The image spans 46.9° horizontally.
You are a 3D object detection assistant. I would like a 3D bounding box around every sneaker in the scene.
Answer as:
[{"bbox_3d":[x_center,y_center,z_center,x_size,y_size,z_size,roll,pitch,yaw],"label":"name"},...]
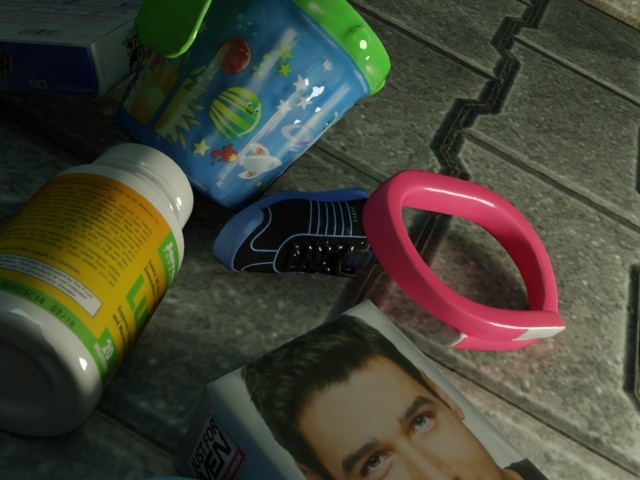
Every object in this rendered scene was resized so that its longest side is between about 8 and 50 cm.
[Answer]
[{"bbox_3d":[0.000,0.000,0.782,0.232,0.081,0.090,-17,48,-42],"label":"sneaker"}]

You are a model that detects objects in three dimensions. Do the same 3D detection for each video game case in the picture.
[{"bbox_3d":[-0.301,-0.240,0.825,0.269,0.061,0.244,8,37,16],"label":"video game case"}]

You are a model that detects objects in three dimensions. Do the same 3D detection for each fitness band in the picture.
[{"bbox_3d":[0.167,0.021,0.822,0.291,0.054,0.209,8,49,-41],"label":"fitness band"}]

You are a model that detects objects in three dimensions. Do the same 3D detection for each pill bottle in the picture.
[{"bbox_3d":[-0.194,0.023,0.604,0.136,0.136,0.245,24,39,-3],"label":"pill bottle"}]

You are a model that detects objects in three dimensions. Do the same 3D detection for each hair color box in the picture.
[{"bbox_3d":[0.084,0.233,0.541,0.185,0.113,0.374,-23,59,-43],"label":"hair color box"}]

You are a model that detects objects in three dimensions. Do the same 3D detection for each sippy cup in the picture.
[{"bbox_3d":[-0.085,-0.160,0.766,0.305,0.224,0.240,38,-2,-39],"label":"sippy cup"}]

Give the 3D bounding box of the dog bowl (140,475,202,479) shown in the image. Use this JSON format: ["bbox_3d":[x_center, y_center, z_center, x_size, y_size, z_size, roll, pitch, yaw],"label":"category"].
[{"bbox_3d":[-0.035,0.249,0.418,0.297,0.074,0.166,35,17,29],"label":"dog bowl"}]
